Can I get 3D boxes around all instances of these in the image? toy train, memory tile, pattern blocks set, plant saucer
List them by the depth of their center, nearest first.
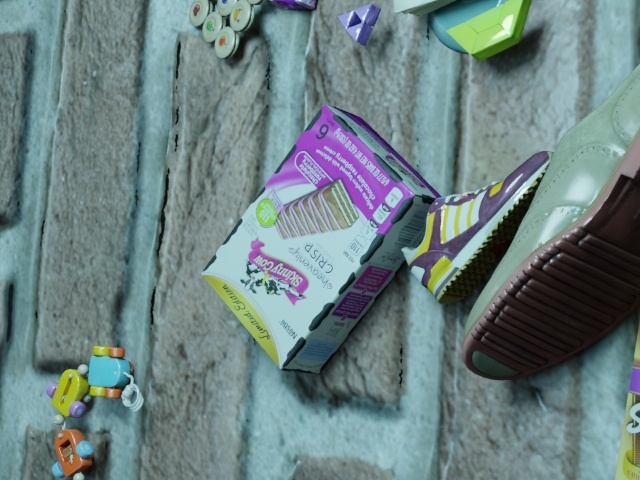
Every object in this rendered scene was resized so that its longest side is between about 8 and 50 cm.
[{"bbox_3d":[0.148,-0.311,1.514,0.324,0.026,0.285,-29,58,23],"label":"pattern blocks set"},{"bbox_3d":[0.153,-0.250,1.525,0.119,0.021,0.119,-8,76,36],"label":"plant saucer"},{"bbox_3d":[-0.096,-0.286,1.703,0.148,0.012,0.113,-58,44,22],"label":"memory tile"},{"bbox_3d":[-0.254,0.195,1.733,0.166,0.046,0.125,-43,60,26],"label":"toy train"}]

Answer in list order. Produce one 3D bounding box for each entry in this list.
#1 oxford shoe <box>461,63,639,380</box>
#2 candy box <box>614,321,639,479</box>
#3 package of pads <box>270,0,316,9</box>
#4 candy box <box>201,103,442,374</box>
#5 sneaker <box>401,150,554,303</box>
[{"bbox_3d":[0.245,-0.020,1.375,0.348,0.123,0.130,-49,34,17],"label":"oxford shoe"},{"bbox_3d":[0.326,0.131,1.304,0.109,0.053,0.187,7,87,37],"label":"candy box"},{"bbox_3d":[-0.025,-0.297,1.661,0.050,0.032,0.083,7,86,41],"label":"package of pads"},{"bbox_3d":[0.000,0.000,1.561,0.159,0.071,0.233,47,110,33],"label":"candy box"},{"bbox_3d":[0.150,-0.029,1.455,0.185,0.069,0.084,-50,62,17],"label":"sneaker"}]
